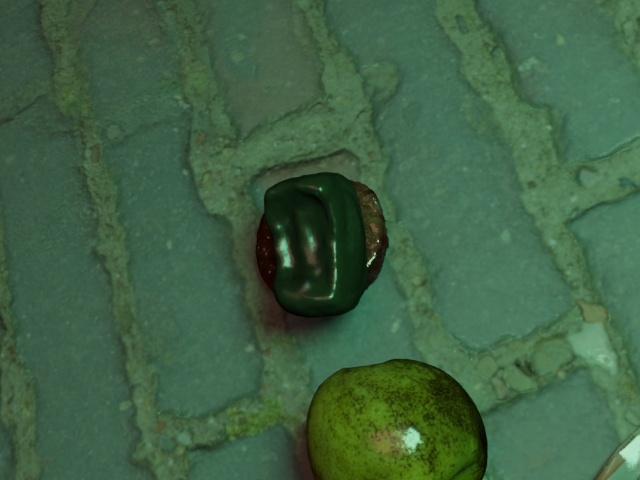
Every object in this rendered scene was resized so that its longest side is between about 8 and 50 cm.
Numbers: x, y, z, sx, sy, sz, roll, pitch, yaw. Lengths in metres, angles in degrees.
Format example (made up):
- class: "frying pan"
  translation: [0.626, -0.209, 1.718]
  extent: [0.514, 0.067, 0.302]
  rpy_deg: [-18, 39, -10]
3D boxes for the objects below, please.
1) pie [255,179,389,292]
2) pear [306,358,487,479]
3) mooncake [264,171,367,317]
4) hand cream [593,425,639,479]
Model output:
- class: "pie"
  translation: [0.000, 0.000, 1.323]
  extent: [0.182, 0.049, 0.182]
  rpy_deg: [-7, 67, 17]
- class: "pear"
  translation: [0.076, 0.217, 1.120]
  extent: [0.197, 0.197, 0.197]
  rpy_deg: [-7, 65, 16]
- class: "mooncake"
  translation: [-0.008, 0.006, 1.206]
  extent: [0.104, 0.168, 0.175]
  rpy_deg: [-5, 56, 12]
- class: "hand cream"
  translation: [0.337, 0.240, 1.110]
  extent: [0.216, 0.038, 0.052]
  rpy_deg: [-42, 85, -9]
